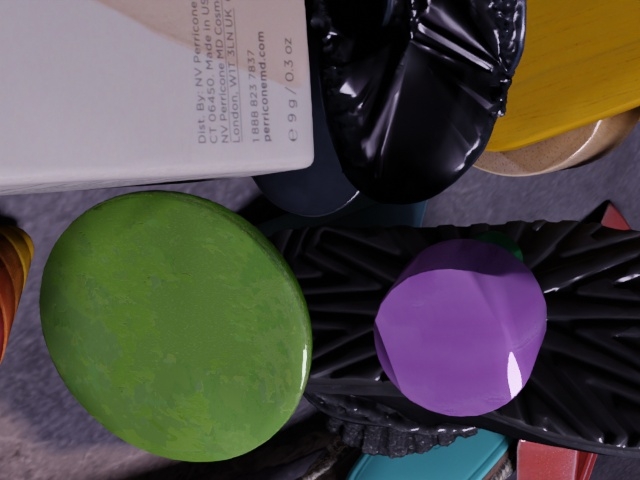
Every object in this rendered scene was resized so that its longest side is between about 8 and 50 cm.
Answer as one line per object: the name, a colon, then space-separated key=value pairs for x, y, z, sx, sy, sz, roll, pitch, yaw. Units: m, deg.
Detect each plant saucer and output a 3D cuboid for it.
plant saucer: x=0.244 y=0.140 z=1.131 sx=0.259 sy=0.048 sz=0.258 roll=78 pitch=34 yaw=-55
plant saucer: x=0.000 y=0.000 z=0.855 sx=0.192 sy=0.018 sz=0.067 roll=-21 pitch=142 yaw=-28

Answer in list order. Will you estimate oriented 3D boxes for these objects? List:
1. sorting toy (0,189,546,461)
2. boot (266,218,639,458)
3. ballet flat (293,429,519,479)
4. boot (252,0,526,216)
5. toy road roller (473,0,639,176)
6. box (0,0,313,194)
sorting toy: x=-0.071 y=0.021 z=0.585 sx=0.126 sy=0.366 sz=0.127 roll=-49 pitch=134 yaw=-62
boot: x=0.126 y=0.084 z=0.825 sx=0.260 sy=0.348 sz=0.131 roll=50 pitch=53 yaw=-61
ballet flat: x=0.004 y=0.263 z=0.978 sx=0.483 sy=0.164 sz=0.182 roll=-34 pitch=160 yaw=-45
boot: x=0.018 y=-0.074 z=0.602 sx=0.094 sy=0.207 sz=0.246 roll=14 pitch=122 yaw=-10
toy road roller: x=0.247 y=-0.067 z=0.711 sx=0.330 sy=0.240 sz=0.202 roll=-17 pitch=178 yaw=24
box: x=-0.165 y=-0.074 z=0.442 sx=0.311 sy=0.148 sz=0.121 roll=-6 pitch=93 yaw=-44
